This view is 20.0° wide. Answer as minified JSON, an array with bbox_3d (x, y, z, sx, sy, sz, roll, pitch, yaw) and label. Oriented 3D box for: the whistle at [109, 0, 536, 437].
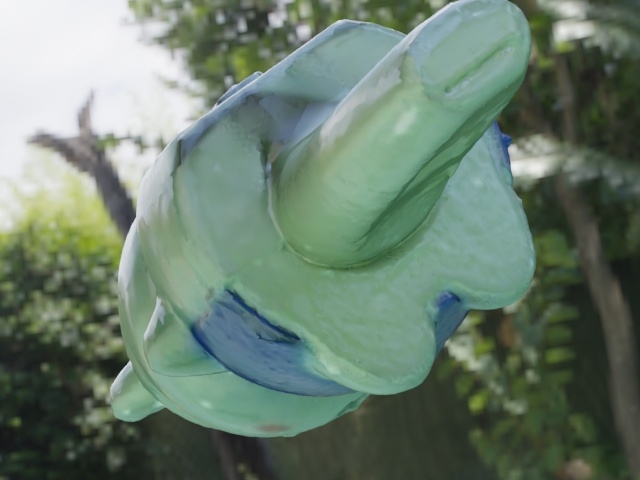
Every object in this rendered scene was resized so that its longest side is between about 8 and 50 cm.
[{"bbox_3d":[0.000,0.000,0.494,0.110,0.092,0.244,-36,-4,-26],"label":"whistle"}]
